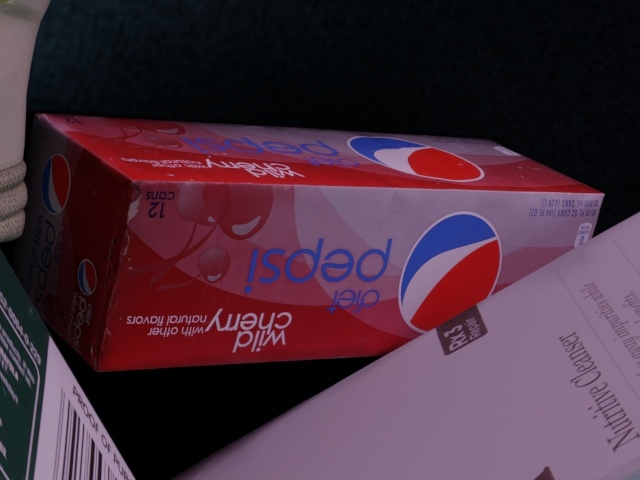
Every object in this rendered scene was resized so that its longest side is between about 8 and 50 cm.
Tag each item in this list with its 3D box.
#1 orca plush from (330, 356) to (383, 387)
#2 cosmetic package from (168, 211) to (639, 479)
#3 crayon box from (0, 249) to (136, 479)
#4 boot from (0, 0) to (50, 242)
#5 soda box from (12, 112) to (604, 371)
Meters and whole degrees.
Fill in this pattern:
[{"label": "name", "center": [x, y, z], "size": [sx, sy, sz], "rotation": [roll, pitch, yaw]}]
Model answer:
[{"label": "orca plush", "center": [0.032, 0.181, 0.854], "size": [0.287, 0.102, 0.151], "rotation": [68, 21, -45]}, {"label": "cosmetic package", "center": [0.042, 0.153, 0.633], "size": [0.385, 0.217, 0.156], "rotation": [-29, 105, 3]}, {"label": "crayon box", "center": [-0.254, 0.052, 0.461], "size": [0.313, 0.106, 0.363], "rotation": [-18, 125, 8]}, {"label": "boot", "center": [-0.191, -0.069, 0.566], "size": [0.213, 0.077, 0.165], "rotation": [-1, 112, -36]}, {"label": "soda box", "center": [0.000, 0.000, 0.723], "size": [0.263, 0.092, 0.083], "rotation": [0, 111, -37]}]
